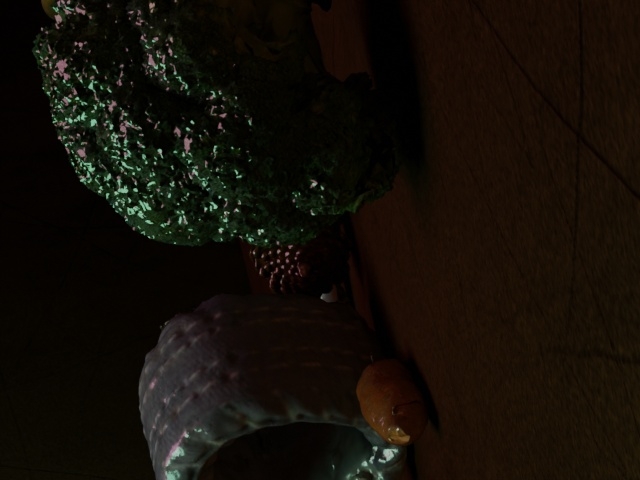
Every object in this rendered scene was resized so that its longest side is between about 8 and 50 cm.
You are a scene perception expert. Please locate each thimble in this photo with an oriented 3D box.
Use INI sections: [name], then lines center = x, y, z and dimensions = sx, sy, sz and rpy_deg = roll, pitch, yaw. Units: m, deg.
[thimble]
center = -0.046, 0.158, 1.678
dimensions = 0.172, 0.236, 0.205
rpy_deg = -107, 0, -46

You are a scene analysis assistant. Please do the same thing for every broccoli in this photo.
[broccoli]
center = -0.059, -0.123, 1.258
dimensions = 0.270, 0.270, 0.270
rpy_deg = 133, 159, -84

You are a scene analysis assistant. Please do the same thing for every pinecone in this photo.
[pinecone]
center = -0.023, -0.002, 1.756
dimensions = 0.102, 0.102, 0.109
rpy_deg = 85, 159, -59

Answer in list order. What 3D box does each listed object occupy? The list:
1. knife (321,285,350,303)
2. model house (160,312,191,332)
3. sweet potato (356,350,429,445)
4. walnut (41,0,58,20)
[knife]
center = 0.001, 0.000, 1.866
dimensions = 0.132, 0.038, 0.399
rpy_deg = -124, 23, -65
[model house]
center = -0.071, 0.221, 2.200
dimensions = 0.243, 0.211, 0.204
rpy_deg = 93, 166, -55
[sweet potato]
center = 0.056, 0.124, 1.514
dimensions = 0.195, 0.056, 0.056
rpy_deg = -105, 3, -77
[walnut]
center = -0.217, -0.356, 2.110
dimensions = 0.277, 0.253, 0.282
rpy_deg = 67, -174, -84
